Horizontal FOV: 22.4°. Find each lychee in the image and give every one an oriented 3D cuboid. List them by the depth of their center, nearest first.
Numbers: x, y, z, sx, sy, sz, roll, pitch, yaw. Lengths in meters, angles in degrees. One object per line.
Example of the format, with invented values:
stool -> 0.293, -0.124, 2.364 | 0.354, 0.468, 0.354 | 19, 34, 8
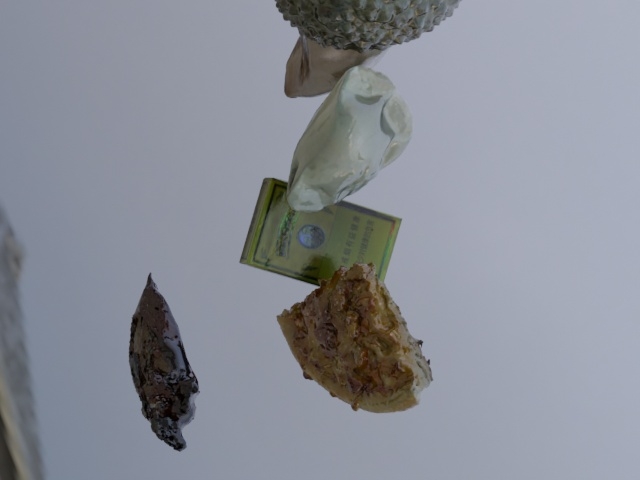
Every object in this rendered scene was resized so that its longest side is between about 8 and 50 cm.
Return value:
lychee -> 0.057, -0.334, 1.929 | 0.274, 0.255, 0.255 | -72, 158, -53

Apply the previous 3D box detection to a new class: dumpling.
dumpling -> 0.044, -0.130, 2.263 | 0.229, 0.151, 0.124 | -56, -143, 16

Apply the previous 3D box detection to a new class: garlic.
garlic -> 0.025, -0.286, 2.380 | 0.112, 0.143, 0.318 | 29, -17, -11

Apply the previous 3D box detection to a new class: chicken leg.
chicken leg -> -0.190, 0.151, 1.939 | 0.105, 0.063, 0.234 | -58, -145, 30

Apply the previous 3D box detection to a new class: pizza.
pizza -> 0.041, 0.135, 2.372 | 0.335, 0.086, 0.226 | 28, -55, 48

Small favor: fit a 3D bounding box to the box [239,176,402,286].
box -> 0.000, 0.000, 2.471 | 0.064, 0.220, 0.141 | -174, -78, -76
